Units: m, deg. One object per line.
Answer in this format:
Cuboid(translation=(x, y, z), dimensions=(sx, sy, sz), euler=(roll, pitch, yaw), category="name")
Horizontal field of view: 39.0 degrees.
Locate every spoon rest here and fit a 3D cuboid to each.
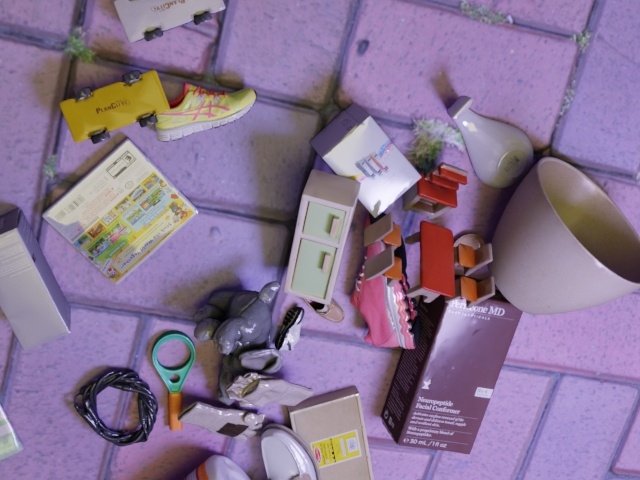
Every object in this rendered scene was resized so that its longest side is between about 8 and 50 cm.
Cuboid(translation=(0.352, -0.212, 1.897), dimensions=(0.137, 0.084, 0.276), euler=(-45, 127, 6), category="spoon rest")

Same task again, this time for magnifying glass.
Cuboid(translation=(-0.312, 0.302, 1.932), dimensions=(0.092, 0.026, 0.231), euler=(-3, 111, -14), category="magnifying glass")

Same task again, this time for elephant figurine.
Cuboid(translation=(-0.152, 0.222, 1.893), dimensions=(0.169, 0.186, 0.239), euler=(-58, 135, -37), category="elephant figurine")

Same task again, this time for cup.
Cuboid(translation=(0.495, 0.025, 1.909), dimensions=(0.331, 0.331, 0.237), euler=(29, 125, -22), category="cup")

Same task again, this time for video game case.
Cuboid(translation=(-0.391, -0.055, 1.779), dimensions=(0.227, 0.026, 0.206), euler=(-41, 114, 2), category="video game case")

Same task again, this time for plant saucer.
Cuboid(translation=(0.326, 0.023, 2.000), dimensions=(0.083, 0.015, 0.083), euler=(-5, 110, -13), category="plant saucer")

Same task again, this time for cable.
Cuboid(translation=(-0.421, 0.357, 1.918), dimensions=(0.150, 0.047, 0.184), euler=(-37, 112, -4), category="cable")

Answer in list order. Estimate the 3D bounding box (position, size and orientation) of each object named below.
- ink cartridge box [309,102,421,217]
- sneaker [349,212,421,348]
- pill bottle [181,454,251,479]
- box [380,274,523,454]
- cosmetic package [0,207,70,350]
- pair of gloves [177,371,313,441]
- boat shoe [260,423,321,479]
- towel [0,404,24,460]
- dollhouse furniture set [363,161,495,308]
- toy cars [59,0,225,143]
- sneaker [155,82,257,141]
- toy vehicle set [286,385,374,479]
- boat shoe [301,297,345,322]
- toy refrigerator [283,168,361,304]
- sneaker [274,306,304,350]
Cuboid(translation=(0.087, -0.163, 1.807), dimensions=(0.127, 0.128, 0.176), euler=(-41, 113, 3), category="ink cartridge box")
Cuboid(translation=(0.117, 0.092, 1.921), dimensions=(0.136, 0.116, 0.314), euler=(-9, 103, 20), category="sneaker")
Cuboid(translation=(-0.309, 0.670, 1.960), dimensions=(0.392, 0.224, 0.224), euler=(-39, 114, 2), category="pill bottle")
Cuboid(translation=(0.291, 0.276, 2.020), dimensions=(0.191, 0.143, 0.381), euler=(11, 105, -18), category="box")
Cuboid(translation=(-0.569, 0.076, 1.726), dimensions=(0.107, 0.127, 0.238), euler=(-25, 116, -5), category="cosmetic package")
Cuboid(translation=(-0.156, 0.356, 1.922), dimensions=(0.240, 0.042, 0.204), euler=(-34, 142, 24), category="pair of gloves")
Cuboid(translation=(-0.060, 0.555, 2.017), dimensions=(0.113, 0.103, 0.302), euler=(-16, 107, 29), category="boat shoe")
Cuboid(translation=(-0.784, 0.344, 1.817), dimensions=(0.248, 0.038, 0.325), euler=(-22, 114, -7), category="towel")
Cuboid(translation=(0.233, -0.011, 1.819), dimensions=(0.262, 0.259, 0.135), euler=(16, 149, -27), category="dollhouse furniture set")
Cuboid(translation=(-0.325, -0.339, 1.660), dimensions=(0.176, 0.087, 0.394), euler=(29, 96, -10), category="toy cars")
Cuboid(translation=(-0.223, -0.260, 1.716), dimensions=(0.208, 0.081, 0.094), euler=(-20, 111, -6), category="sneaker")
Cuboid(translation=(0.026, 0.476, 2.078), dimensions=(0.166, 0.035, 0.267), euler=(-13, 113, -10), category="toy vehicle set")
Cuboid(translation=(0.002, 0.140, 1.942), dimensions=(0.135, 0.045, 0.050), euler=(36, 98, -23), category="boat shoe")
Cuboid(translation=(0.000, 0.000, 1.794), dimensions=(0.102, 0.094, 0.269), euler=(16, 132, 3), category="toy refrigerator")
Cuboid(translation=(-0.060, 0.191, 1.954), dimensions=(0.043, 0.040, 0.109), euler=(16, 109, -36), category="sneaker")
